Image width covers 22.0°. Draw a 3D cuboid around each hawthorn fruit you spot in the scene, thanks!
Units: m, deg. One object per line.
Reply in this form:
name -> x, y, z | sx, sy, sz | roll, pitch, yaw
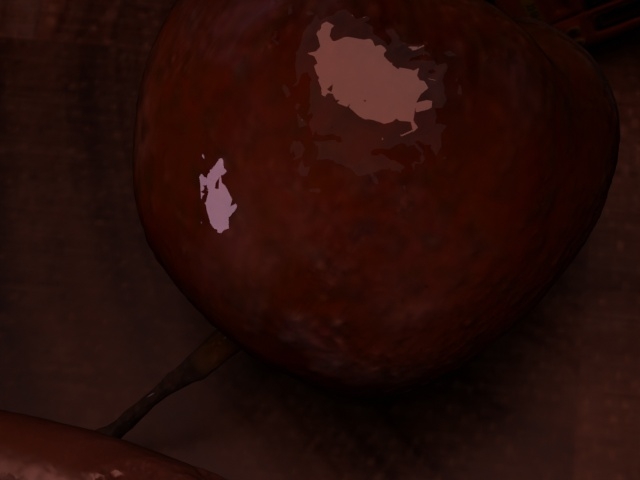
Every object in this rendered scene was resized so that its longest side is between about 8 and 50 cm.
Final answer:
hawthorn fruit -> 0.028, -0.030, 0.810 | 0.231, 0.235, 0.263 | -7, 96, -31

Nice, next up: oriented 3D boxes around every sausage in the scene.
sausage -> -0.089, 0.149, 0.819 | 0.326, 0.079, 0.087 | 19, 57, 10

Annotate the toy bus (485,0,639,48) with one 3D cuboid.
toy bus -> 0.109, -0.272, 0.930 | 0.153, 0.143, 0.329 | -20, 63, 13
